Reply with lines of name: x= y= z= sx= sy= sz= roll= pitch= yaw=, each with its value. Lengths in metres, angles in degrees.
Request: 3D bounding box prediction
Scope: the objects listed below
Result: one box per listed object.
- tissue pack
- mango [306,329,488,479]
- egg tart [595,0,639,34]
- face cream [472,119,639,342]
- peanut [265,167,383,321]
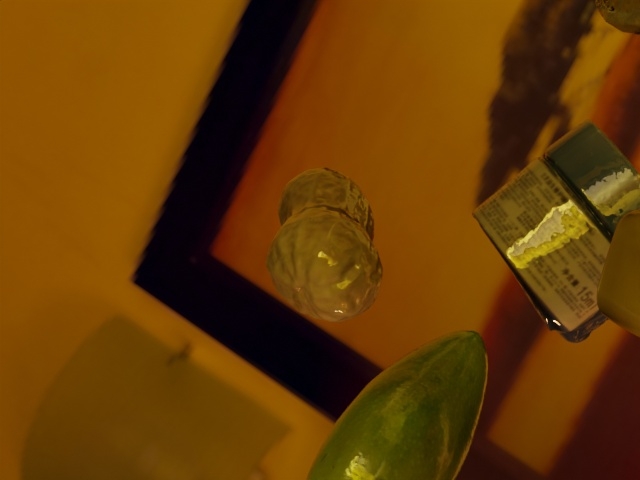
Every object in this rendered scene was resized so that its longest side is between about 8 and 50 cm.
tissue pack: x=0.337 y=0.038 z=1.408 sx=0.178 sy=0.127 sz=0.123 roll=7 pitch=-82 yaw=-52
mango: x=0.101 y=0.239 z=1.951 sx=0.343 sy=0.156 sz=0.192 roll=-54 pitch=-14 yaw=-30
egg tart: x=0.543 y=-0.408 z=2.280 sx=0.345 sy=0.345 sz=0.132 roll=-37 pitch=-60 yaw=-34
face cream: x=0.363 y=-0.009 z=2.268 sx=0.225 sy=0.249 sz=0.249 roll=-37 pitch=-27 yaw=6
peanut: x=0.000 y=0.000 z=1.730 sx=0.256 sy=0.124 sz=0.123 roll=-101 pitch=28 yaw=-63
